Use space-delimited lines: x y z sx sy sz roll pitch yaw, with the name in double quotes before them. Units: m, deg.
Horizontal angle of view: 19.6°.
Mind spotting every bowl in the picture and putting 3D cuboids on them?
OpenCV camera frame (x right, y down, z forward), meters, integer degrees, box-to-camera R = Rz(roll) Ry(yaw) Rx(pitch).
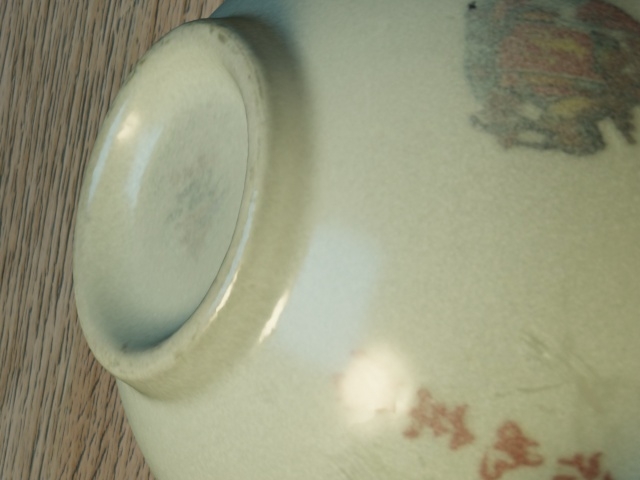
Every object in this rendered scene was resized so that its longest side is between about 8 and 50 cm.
"bowl" 0.000 0.000 0.942 0.435 0.196 0.434 -25 58 50
